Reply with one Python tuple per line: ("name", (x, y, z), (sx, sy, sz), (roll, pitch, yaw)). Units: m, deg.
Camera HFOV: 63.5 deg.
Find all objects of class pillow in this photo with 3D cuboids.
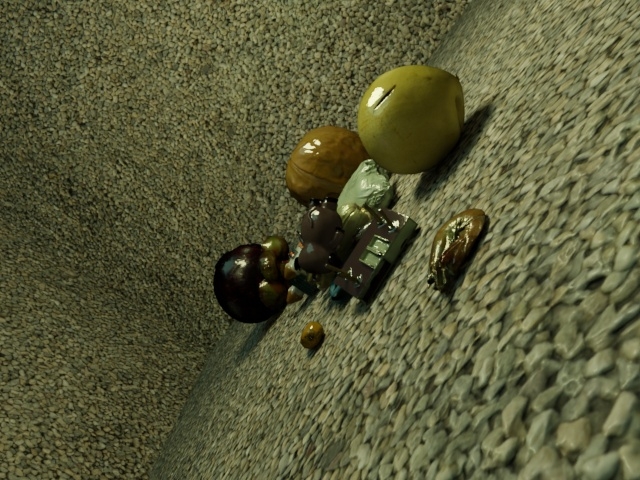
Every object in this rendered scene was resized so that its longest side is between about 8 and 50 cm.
("pillow", (0.146, -0.128, 1.824), (0.310, 0.138, 0.283), (-56, 18, 28))

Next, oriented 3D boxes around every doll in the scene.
("doll", (-0.001, -0.002, 1.595), (0.182, 0.117, 0.257), (-2, 86, 41))

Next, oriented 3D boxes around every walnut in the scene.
("walnut", (0.057, -0.271, 2.073), (0.308, 0.397, 0.354), (-103, 28, -47))

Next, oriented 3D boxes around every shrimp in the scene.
("shrimp", (0.135, -0.011, 1.601), (0.165, 0.056, 0.065), (-45, -29, 12))
("shrimp", (0.247, 0.012, 0.956), (0.115, 0.051, 0.217), (-42, 13, 50))

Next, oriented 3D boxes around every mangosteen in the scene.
("mangosteen", (-0.307, 0.172, 2.403), (0.421, 0.381, 0.381), (-51, 9, 32))

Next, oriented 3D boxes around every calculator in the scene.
("calculator", (0.115, 0.064, 1.506), (0.293, 0.051, 0.173), (-53, 9, 17))

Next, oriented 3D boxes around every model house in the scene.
("model house", (-0.069, 0.096, 1.963), (0.301, 0.190, 0.271), (-56, 10, 3))

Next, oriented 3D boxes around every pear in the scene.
("pear", (0.262, -0.343, 1.474), (0.309, 0.309, 0.309), (-53, 8, 11))

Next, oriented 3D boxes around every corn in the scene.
("corn", (0.057, 0.020, 1.693), (0.305, 0.123, 0.122), (-63, 20, 17))

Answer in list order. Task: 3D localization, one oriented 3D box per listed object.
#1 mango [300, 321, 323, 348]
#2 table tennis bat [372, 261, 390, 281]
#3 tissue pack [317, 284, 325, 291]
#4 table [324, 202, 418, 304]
("mango", (-0.027, 0.270, 1.473), (0.079, 0.057, 0.114), (-66, 8, -19))
("table tennis bat", (0.141, 0.048, 1.360), (0.087, 0.013, 0.156), (-47, 31, 19))
("tissue pack", (0.023, 0.133, 1.818), (0.083, 0.035, 0.063), (-54, 8, 11))
("table", (0.115, 0.019, 1.304), (0.240, 0.111, 0.121), (-57, 33, -3))
